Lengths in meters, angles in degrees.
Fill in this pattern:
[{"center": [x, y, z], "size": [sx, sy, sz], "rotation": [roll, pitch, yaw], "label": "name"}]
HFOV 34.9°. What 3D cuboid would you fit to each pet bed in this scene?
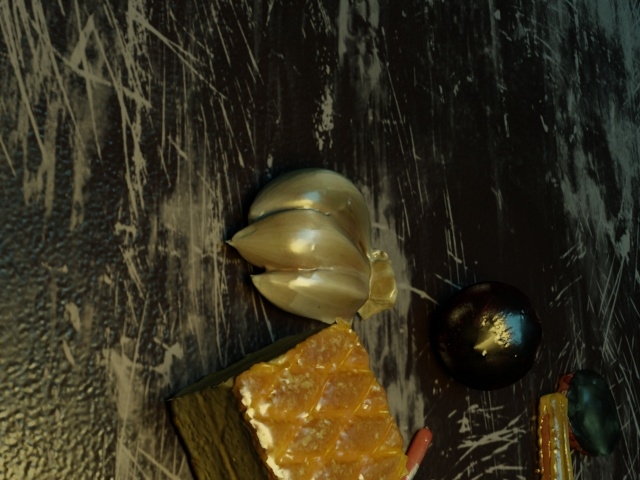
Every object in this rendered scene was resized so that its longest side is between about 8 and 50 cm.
[{"center": [0.579, 0.373, 2.202], "size": [0.201, 0.053, 0.201], "rotation": [16, 66, -39], "label": "pet bed"}]

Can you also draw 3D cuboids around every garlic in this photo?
[{"center": [-0.001, 0.001, 1.767], "size": [0.325, 0.132, 0.279], "rotation": [29, 49, -37], "label": "garlic"}]

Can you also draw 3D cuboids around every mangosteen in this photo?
[{"center": [0.327, 0.179, 1.964], "size": [0.250, 0.211, 0.211], "rotation": [-12, 82, -75], "label": "mangosteen"}]

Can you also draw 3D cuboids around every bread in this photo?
[{"center": [-0.044, 0.301, 1.564], "size": [0.279, 0.207, 0.279], "rotation": [-28, 93, -45], "label": "bread"}]

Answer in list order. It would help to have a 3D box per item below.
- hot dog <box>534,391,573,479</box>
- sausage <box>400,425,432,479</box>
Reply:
[{"center": [0.482, 0.451, 2.080], "size": [0.088, 0.061, 0.285], "rotation": [23, 61, -37], "label": "hot dog"}, {"center": [0.144, 0.425, 1.807], "size": [0.034, 0.034, 0.253], "rotation": [51, 48, -16], "label": "sausage"}]
